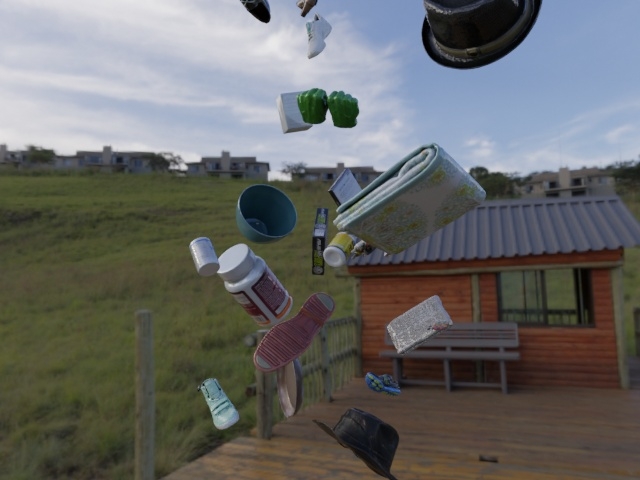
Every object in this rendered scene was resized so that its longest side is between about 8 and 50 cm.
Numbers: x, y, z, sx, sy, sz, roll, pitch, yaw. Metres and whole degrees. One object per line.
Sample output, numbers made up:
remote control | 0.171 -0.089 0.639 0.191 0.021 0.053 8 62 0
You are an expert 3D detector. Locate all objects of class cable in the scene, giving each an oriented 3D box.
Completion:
cable | 0.239 -0.022 2.017 0.287 0.072 0.139 -42 -10 -36

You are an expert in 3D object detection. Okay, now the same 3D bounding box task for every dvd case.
dvd case | 0.139 -0.175 2.095 0.030 0.238 0.179 -14 29 41

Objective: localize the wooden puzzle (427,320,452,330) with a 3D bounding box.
wooden puzzle | 0.393 0.279 1.555 0.083 0.006 0.049 -11 15 36

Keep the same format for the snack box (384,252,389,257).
snack box | 0.356 0.010 2.195 0.022 0.064 0.178 31 -44 -12

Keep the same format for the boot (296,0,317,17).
boot | -0.030 -0.686 1.340 0.042 0.118 0.087 18 -48 -27

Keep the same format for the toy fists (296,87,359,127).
toy fists | 0.032 -0.562 1.979 0.279 0.096 0.142 15 -34 24

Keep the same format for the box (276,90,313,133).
box | -0.124 -0.604 2.243 0.130 0.170 0.091 -12 3 -19

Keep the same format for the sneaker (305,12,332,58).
sneaker | -0.025 -0.759 1.757 0.080 0.212 0.094 -15 -44 35

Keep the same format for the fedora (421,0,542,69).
fedora | 0.392 -0.619 1.242 0.334 0.334 0.152 -5 -13 38

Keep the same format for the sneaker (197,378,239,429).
sneaker | -0.404 0.624 1.840 0.094 0.151 0.256 -29 16 -23

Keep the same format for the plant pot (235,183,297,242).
plant pot | -0.284 -0.094 2.269 0.290 0.290 0.195 1 -30 -32

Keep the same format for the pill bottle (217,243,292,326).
pill bottle | -0.321 0.217 2.297 0.224 0.224 0.392 -5 -48 37

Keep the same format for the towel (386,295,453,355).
towel | 0.443 0.384 2.133 0.282 0.187 0.049 -34 -53 12

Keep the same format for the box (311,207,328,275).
box | 0.000 0.000 2.257 0.060 0.216 0.270 3 32 3

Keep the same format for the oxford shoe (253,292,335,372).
oxford shoe | -0.091 0.356 1.731 0.397 0.140 0.146 -36 -21 -38

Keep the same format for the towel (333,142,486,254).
towel | 0.264 -0.104 1.414 0.374 0.090 0.321 -34 -35 26

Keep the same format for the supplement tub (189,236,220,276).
supplement tub | -0.358 0.050 1.465 0.071 0.107 0.071 -21 -33 -14

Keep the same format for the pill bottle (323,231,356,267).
pill bottle | 0.091 0.028 2.052 0.103 0.103 0.184 -4 29 30

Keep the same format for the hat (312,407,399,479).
hat | 0.143 0.586 1.412 0.331 0.134 0.331 32 -21 14

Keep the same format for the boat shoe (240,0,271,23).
boat shoe | -0.250 -0.863 1.685 0.084 0.079 0.233 -16 -18 23

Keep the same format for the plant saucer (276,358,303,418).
plant saucer | -0.131 0.611 2.069 0.050 0.310 0.310 -1 -4 -19

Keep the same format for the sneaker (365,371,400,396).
sneaker | 0.261 0.600 2.010 0.188 0.078 0.067 30 -54 -26
